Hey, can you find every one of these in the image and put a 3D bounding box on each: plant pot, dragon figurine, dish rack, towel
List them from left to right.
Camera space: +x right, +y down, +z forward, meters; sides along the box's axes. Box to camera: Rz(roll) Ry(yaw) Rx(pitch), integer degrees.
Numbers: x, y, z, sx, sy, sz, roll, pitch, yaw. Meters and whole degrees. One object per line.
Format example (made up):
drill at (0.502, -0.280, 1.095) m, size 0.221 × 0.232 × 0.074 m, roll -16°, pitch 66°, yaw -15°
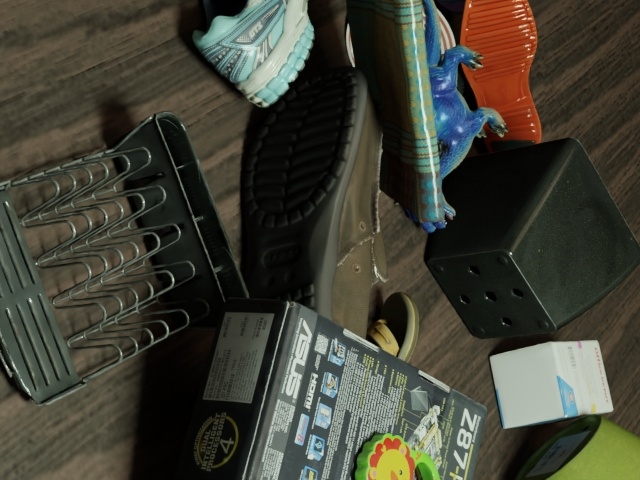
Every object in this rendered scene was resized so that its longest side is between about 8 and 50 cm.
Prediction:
dish rack at (-0.189, 0.017, 1.416) m, size 0.271 × 0.074 × 0.208 m, roll -27°, pitch 97°, yaw -55°
towel at (0.064, -0.219, 1.696) m, size 0.271 × 0.040 × 0.370 m, roll -133°, pitch -145°, yaw -76°
dragon figurine at (0.117, -0.153, 1.855) m, size 0.144 × 0.085 × 0.289 m, roll -28°, pitch 106°, yaw -26°
plant pot at (0.237, 0.014, 1.927) m, size 0.188 × 0.187 × 0.167 m, roll 55°, pitch 51°, yaw -23°
plant pot at (0.367, 0.358, 1.909) m, size 0.293 × 0.275 × 0.275 m, roll 49°, pitch 38°, yaw -5°

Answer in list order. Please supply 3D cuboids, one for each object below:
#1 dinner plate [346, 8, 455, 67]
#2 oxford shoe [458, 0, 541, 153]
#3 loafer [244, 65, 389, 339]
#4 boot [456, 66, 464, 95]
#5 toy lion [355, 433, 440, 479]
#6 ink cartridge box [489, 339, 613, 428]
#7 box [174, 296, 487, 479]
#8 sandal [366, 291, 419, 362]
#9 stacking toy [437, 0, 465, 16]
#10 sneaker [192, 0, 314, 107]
dinner plate at (0.093, -0.227, 1.919) m, size 0.141 × 0.017 × 0.141 m, roll 6°, pitch 75°, yaw -21°
oxford shoe at (0.218, -0.231, 2.036) m, size 0.098 × 0.097 × 0.271 m, roll -96°, pitch 178°, yaw -53°
loafer at (0.000, 0.000, 1.652) m, size 0.130 × 0.134 × 0.366 m, roll 33°, pitch 61°, yaw -47°
boot at (0.138, -0.175, 1.982) m, size 0.099 × 0.045 × 0.121 m, roll 14°, pitch 64°, yaw -55°
toy lion at (0.070, 0.215, 1.452) m, size 0.100 × 0.034 × 0.096 m, roll -20°, pitch 97°, yaw -49°
ink cartridge box at (0.286, 0.175, 1.989) m, size 0.143 × 0.090 × 0.092 m, roll 5°, pitch 72°, yaw -54°
box at (-0.005, 0.285, 1.455) m, size 0.318 × 0.097 × 0.395 m, roll 29°, pitch 68°, yaw -43°
sandal at (0.061, 0.124, 1.732) m, size 0.049 × 0.072 × 0.180 m, roll 30°, pitch 54°, yaw -17°
stacking toy at (0.114, -0.361, 1.960) m, size 0.330 × 0.141 × 0.141 m, roll 8°, pitch 69°, yaw -48°
sneaker at (-0.062, -0.278, 1.695) m, size 0.122 × 0.110 × 0.283 m, roll 32°, pitch 45°, yaw -27°
